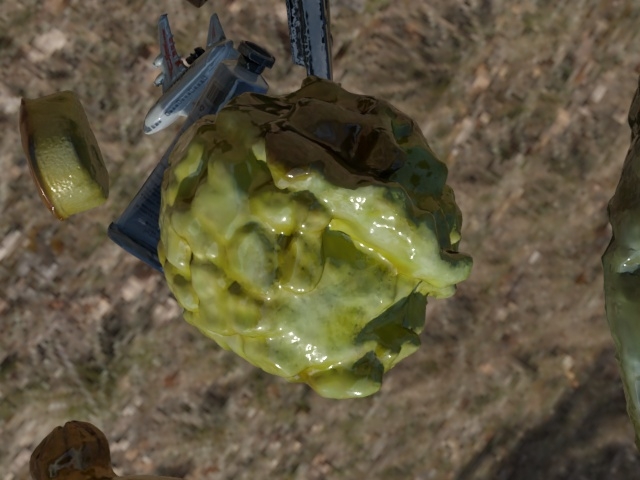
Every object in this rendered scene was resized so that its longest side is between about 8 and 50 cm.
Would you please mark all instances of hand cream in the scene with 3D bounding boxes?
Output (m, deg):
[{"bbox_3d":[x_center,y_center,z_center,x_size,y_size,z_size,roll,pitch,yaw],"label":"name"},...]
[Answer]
[{"bbox_3d":[-0.127,-0.086,1.309,0.256,0.088,0.055,-58,178,16],"label":"hand cream"}]

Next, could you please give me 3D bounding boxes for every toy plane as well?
[{"bbox_3d":[-0.155,-0.187,1.549,0.171,0.162,0.065,-44,172,34],"label":"toy plane"}]

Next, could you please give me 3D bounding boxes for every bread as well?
[{"bbox_3d":[-0.314,-0.101,1.558,0.086,0.156,0.125,-17,-163,1],"label":"bread"}]

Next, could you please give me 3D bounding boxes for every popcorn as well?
[{"bbox_3d":[0.001,-0.008,1.087,0.293,0.293,0.237,-27,133,-62],"label":"popcorn"}]

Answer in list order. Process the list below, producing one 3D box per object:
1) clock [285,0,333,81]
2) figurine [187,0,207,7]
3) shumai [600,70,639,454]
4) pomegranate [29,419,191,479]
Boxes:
[{"bbox_3d":[-0.018,-0.331,1.478,0.279,0.049,0.273,84,3,-45],"label":"clock"},{"bbox_3d":[-0.143,-0.368,1.232,0.338,0.284,0.204,-11,-171,38],"label":"figurine"},{"bbox_3d":[0.307,-0.007,0.552,0.292,0.288,0.330,-21,106,-42],"label":"shumai"},{"bbox_3d":[-0.196,0.372,1.227,0.410,0.410,0.410,-50,166,-18],"label":"pomegranate"}]
